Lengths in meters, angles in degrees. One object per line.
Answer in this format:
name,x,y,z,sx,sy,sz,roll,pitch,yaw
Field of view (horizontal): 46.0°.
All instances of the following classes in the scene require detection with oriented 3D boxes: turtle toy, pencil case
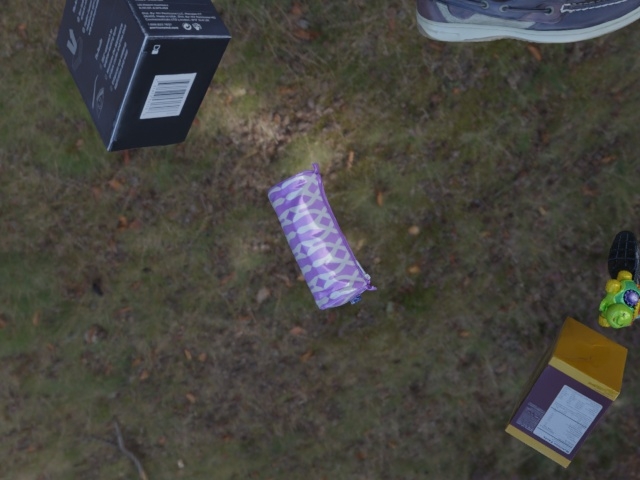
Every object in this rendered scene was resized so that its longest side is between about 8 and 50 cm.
turtle toy,0.544,0.117,1.358,0.130,0.066,0.095,-23,125,-43
pencil case,0.000,0.000,1.084,0.088,0.206,0.086,-29,175,22

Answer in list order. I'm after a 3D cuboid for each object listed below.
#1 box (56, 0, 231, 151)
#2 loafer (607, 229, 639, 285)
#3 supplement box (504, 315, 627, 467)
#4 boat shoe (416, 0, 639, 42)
box,-0.182,-0.201,0.751,0.093,0.158,0.156,-13,154,-37
loafer,0.605,0.065,1.484,0.061,0.062,0.169,-2,94,-45
supplement box,0.472,0.286,1.447,0.191,0.129,0.194,-35,151,-59
boat shoe,0.252,-0.303,0.910,0.285,0.102,0.092,2,150,19
